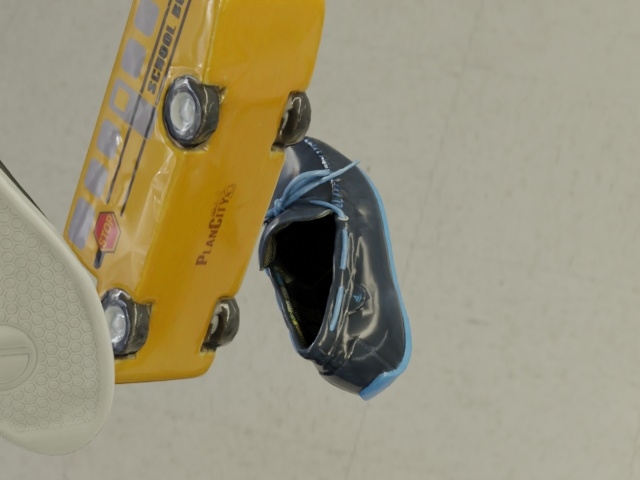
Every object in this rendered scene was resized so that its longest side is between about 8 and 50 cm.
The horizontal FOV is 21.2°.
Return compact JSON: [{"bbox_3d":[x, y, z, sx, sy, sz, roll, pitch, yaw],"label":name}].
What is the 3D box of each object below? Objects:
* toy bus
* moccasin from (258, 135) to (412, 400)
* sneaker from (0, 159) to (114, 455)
[{"bbox_3d":[-0.105,-0.057,1.299,0.108,0.332,0.130,-2,31,-44],"label":"toy bus"},{"bbox_3d":[0.000,0.000,1.678,0.117,0.137,0.342,27,25,-35],"label":"moccasin"},{"bbox_3d":[-0.214,-0.014,1.017,0.105,0.295,0.147,-30,24,-2],"label":"sneaker"}]
